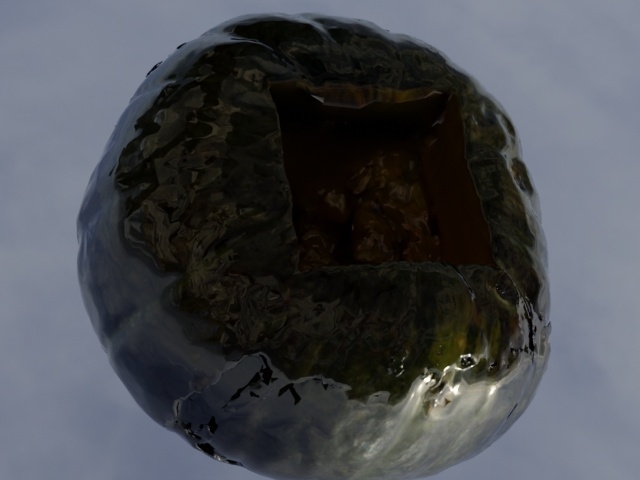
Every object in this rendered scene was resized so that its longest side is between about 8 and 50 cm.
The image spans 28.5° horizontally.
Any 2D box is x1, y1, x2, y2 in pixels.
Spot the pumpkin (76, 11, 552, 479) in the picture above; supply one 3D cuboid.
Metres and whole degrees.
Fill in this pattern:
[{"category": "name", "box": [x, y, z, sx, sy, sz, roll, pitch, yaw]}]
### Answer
[{"category": "pumpkin", "box": [0.000, 0.000, 0.798, 0.320, 0.192, 0.320, 11, -121, -18]}]
